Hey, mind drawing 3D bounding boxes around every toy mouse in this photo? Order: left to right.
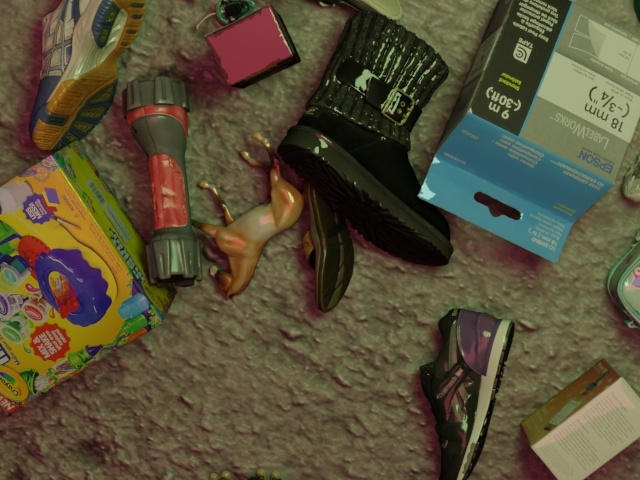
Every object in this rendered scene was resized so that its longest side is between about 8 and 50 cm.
[{"bbox_3d":[-0.152,-0.379,1.621,0.161,0.031,0.143,27,123,-11],"label":"toy mouse"}]

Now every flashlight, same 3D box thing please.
[{"bbox_3d":[-0.234,-0.087,1.601,0.103,0.103,0.304,0,77,-28],"label":"flashlight"}]

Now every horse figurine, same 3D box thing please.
[{"bbox_3d":[-0.101,-0.050,1.656,0.263,0.066,0.174,-39,86,9],"label":"horse figurine"}]

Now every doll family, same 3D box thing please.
[{"bbox_3d":[-0.102,0.411,1.686,0.193,0.111,0.076,-6,96,3],"label":"doll family"}]

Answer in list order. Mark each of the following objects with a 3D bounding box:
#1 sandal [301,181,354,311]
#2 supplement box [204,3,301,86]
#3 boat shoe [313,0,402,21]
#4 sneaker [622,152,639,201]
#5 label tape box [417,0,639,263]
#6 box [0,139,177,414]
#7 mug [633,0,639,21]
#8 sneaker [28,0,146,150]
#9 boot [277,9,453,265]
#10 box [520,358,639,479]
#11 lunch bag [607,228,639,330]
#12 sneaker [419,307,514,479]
[{"bbox_3d":[0.000,0.000,1.648,0.060,0.090,0.219,5,113,38],"label":"sandal"},{"bbox_3d":[-0.095,-0.279,1.565,0.104,0.188,0.081,-25,95,5],"label":"supplement box"},{"bbox_3d":[0.017,-0.392,1.615,0.233,0.084,0.079,31,135,-8],"label":"boat shoe"},{"bbox_3d":[0.568,-0.111,1.606,0.232,0.090,0.115,-32,118,17],"label":"sneaker"},{"bbox_3d":[0.318,-0.169,1.537,0.240,0.106,0.334,25,78,-8],"label":"label tape box"},{"bbox_3d":[-0.417,0.051,1.615,0.279,0.177,0.290,-31,101,7],"label":"box"},{"bbox_3d":[0.521,-0.360,1.571,0.157,0.097,0.130,4,97,2],"label":"mug"},{"bbox_3d":[-0.375,-0.281,1.636,0.131,0.112,0.296,38,106,26],"label":"sneaker"},{"bbox_3d":[0.120,-0.147,1.603,0.348,0.131,0.260,42,67,-29],"label":"boot"},{"bbox_3d":[0.405,0.277,1.636,0.170,0.130,0.091,-40,93,6],"label":"box"},{"bbox_3d":[0.580,0.085,1.616,0.279,0.108,0.224,43,100,-2],"label":"lunch bag"},{"bbox_3d":[0.208,0.244,1.671,0.124,0.107,0.283,16,94,16],"label":"sneaker"}]
